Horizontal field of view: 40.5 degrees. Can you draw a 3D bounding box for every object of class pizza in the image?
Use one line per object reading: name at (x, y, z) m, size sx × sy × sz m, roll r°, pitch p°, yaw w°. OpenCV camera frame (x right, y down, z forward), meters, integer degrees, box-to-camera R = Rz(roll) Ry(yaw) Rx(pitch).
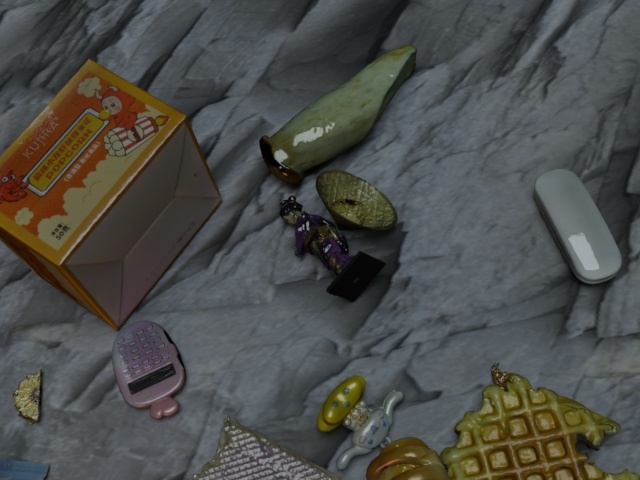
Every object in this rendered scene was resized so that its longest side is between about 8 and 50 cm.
pizza at (0.275, 0.214, 1.264) m, size 0.037 × 0.016 × 0.083 m, roll -27°, pitch 66°, yaw -6°

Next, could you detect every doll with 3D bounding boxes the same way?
doll at (0.051, 0.264, 1.245) m, size 0.113 × 0.071 × 0.135 m, roll 20°, pitch 73°, yaw -6°

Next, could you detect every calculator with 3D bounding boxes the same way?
calculator at (-0.260, 0.197, 1.321) m, size 0.103 × 0.024 × 0.166 m, roll -24°, pitch 63°, yaw -7°

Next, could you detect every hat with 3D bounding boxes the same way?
hat at (0.043, -0.042, 1.386) m, size 0.145 × 0.067 × 0.146 m, roll 22°, pitch 33°, yaw -15°

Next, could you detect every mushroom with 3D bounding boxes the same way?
mushroom at (0.045, -0.213, 1.452) m, size 0.333 × 0.087 × 0.107 m, roll -35°, pitch 66°, yaw -13°

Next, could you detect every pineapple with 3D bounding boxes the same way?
pineapple at (-0.446, 0.239, 1.322) m, size 0.045 × 0.019 × 0.083 m, roll -7°, pitch 64°, yaw -4°

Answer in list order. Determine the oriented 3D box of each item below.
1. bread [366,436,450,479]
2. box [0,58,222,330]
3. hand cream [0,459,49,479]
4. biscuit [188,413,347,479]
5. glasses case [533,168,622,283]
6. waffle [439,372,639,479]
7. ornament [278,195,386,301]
bread at (0.124, 0.354, 1.163) m, size 0.119 × 0.084 × 0.177 m, roll -43°, pitch 56°, yaw 32°
box at (-0.333, -0.066, 1.321) m, size 0.213 × 0.260 × 0.284 m, roll 29°, pitch 71°, yaw 20°
hand cream at (-0.456, 0.441, 1.211) m, size 0.091 × 0.058 × 0.272 m, roll 4°, pitch 60°, yaw 4°
biscuit at (-0.058, 0.344, 1.212) m, size 0.238 × 0.062 × 0.108 m, roll 25°, pitch 68°, yaw 15°
glasses case at (0.397, -0.024, 1.346) m, size 0.076 × 0.049 × 0.197 m, roll -20°, pitch 65°, yaw -4°
waffle at (0.295, 0.325, 1.182) m, size 0.261 × 0.056 × 0.250 m, roll 29°, pitch 76°, yaw 17°
ornament at (-0.003, 0.008, 1.364) m, size 0.203 × 0.088 × 0.081 m, roll 39°, pitch 98°, yaw 33°
